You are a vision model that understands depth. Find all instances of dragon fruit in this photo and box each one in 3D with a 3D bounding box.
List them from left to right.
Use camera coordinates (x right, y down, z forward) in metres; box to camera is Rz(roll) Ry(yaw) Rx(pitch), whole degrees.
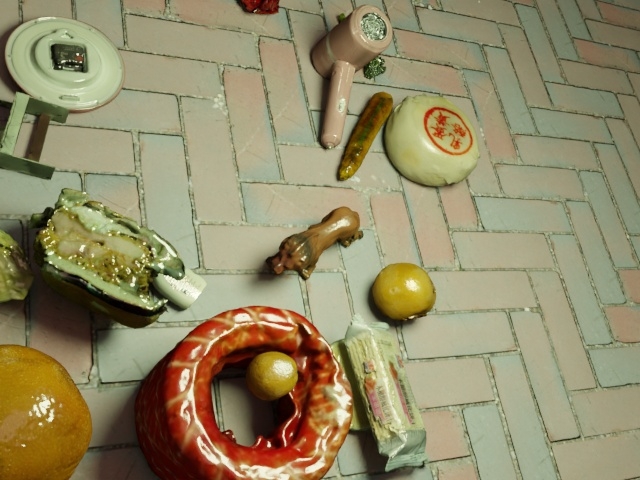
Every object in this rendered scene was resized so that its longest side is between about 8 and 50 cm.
[{"bbox_3d":[-0.185,-0.676,1.793,0.092,0.122,0.192,-27,81,-20],"label":"dragon fruit"}]

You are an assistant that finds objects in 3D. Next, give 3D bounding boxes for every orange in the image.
[{"bbox_3d":[-0.485,0.282,1.036,0.264,0.264,0.264,12,59,-22],"label":"orange"},{"bbox_3d":[-0.077,0.216,1.107,0.085,0.085,0.084,12,59,-22],"label":"orange"}]

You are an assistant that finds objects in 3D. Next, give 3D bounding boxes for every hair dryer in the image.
[{"bbox_3d":[0.065,-0.390,1.728,0.126,0.210,0.352,17,72,-25],"label":"hair dryer"}]

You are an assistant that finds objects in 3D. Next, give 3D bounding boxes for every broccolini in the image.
[{"bbox_3d":[0.106,-0.543,1.905,0.216,0.067,0.058,61,16,12],"label":"broccolini"}]

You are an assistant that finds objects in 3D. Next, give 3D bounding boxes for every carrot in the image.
[{"bbox_3d":[0.111,-0.261,1.758,0.066,0.066,0.314,32,57,-9],"label":"carrot"}]

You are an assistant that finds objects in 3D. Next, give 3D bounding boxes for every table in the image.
[{"bbox_3d":[-0.599,-0.213,1.357,0.175,0.062,0.146,15,58,-24],"label":"table"}]

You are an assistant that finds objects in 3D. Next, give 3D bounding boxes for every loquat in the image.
[{"bbox_3d":[0.189,0.113,1.548,0.141,0.141,0.141,12,59,-22],"label":"loquat"}]

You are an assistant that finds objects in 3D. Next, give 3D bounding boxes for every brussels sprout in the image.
[{"bbox_3d":[-0.585,0.048,1.204,0.181,0.100,0.139,33,64,-10],"label":"brussels sprout"}]

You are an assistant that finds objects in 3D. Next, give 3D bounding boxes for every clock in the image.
[{"bbox_3d":[-0.540,-0.377,1.479,0.245,0.056,0.244,13,58,-21],"label":"clock"}]

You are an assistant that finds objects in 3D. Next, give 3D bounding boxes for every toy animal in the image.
[{"bbox_3d":[0.000,0.000,1.496,0.312,0.157,0.097,-34,84,-35],"label":"toy animal"}]

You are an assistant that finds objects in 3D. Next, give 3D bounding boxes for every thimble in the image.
[{"bbox_3d":[-0.134,0.295,1.222,0.350,0.230,0.349,11,61,-21],"label":"thimble"}]

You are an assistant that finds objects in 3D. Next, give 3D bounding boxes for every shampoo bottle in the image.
[{"bbox_3d":[-0.304,0.068,1.368,0.152,0.045,0.077,36,55,-8],"label":"shampoo bottle"}]

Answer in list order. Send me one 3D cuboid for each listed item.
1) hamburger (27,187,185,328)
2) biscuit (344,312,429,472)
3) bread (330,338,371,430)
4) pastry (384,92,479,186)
[{"bbox_3d":[-0.394,0.039,1.257,0.288,0.192,0.167,30,68,-11],"label":"hamburger"},{"bbox_3d":[0.137,0.310,1.424,0.186,0.079,0.308,24,44,-57],"label":"biscuit"},{"bbox_3d":[0.035,0.307,1.423,0.112,0.036,0.192,-14,76,-32],"label":"bread"},{"bbox_3d":[0.292,-0.262,1.809,0.265,0.133,0.264,14,54,-21],"label":"pastry"}]
